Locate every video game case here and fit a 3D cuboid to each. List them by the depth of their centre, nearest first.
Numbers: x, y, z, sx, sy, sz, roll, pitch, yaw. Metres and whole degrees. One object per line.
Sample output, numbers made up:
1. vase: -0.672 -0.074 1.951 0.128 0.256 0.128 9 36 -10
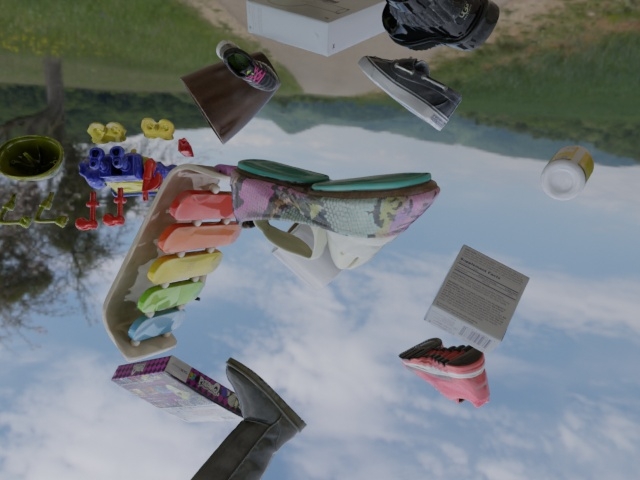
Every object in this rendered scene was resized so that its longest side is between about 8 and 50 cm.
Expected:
1. video game case: -0.284 0.308 1.274 0.210 0.042 0.232 38 144 -27

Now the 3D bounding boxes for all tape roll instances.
1. tape roll: 0.000 0.000 1.787 0.169 0.246 0.246 42 -170 -7

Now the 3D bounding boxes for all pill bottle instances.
1. pill bottle: 0.617 -0.175 1.553 0.103 0.103 0.184 12 -151 29

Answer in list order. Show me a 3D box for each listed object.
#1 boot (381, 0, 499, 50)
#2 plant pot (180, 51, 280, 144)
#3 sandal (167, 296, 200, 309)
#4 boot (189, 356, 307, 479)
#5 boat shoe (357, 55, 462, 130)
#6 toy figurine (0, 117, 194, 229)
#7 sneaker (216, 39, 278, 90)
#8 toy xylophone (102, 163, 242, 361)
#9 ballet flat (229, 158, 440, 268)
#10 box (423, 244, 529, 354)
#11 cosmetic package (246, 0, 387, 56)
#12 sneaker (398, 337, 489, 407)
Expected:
1. boot: 0.147 -0.472 1.179 0.260 0.131 0.348 19 -172 -27
2. plant pot: -0.235 -0.420 1.750 0.230 0.215 0.215 -34 -161 -5
3. sandal: -0.404 0.165 1.648 0.179 0.040 0.067 -2 170 -2
4. boot: -0.144 0.320 0.999 0.208 0.190 0.076 -45 -175 -14
5. boat shoe: 0.197 -0.357 1.396 0.108 0.102 0.301 26 -163 -45
6. toy figurine: -0.399 -0.102 1.210 0.362 0.191 0.217 -4 172 5
7. sneaker: -0.168 -0.400 1.469 0.170 0.063 0.075 33 -161 -31
8. toy xylophone: -0.186 0.015 0.911 0.081 0.323 0.236 35 -157 18
9. ballet flat: 0.004 -0.021 0.500 0.076 0.079 0.221 -12 -164 -41
10. box: 0.265 0.100 1.069 0.126 0.072 0.137 28 -117 11
11. cosmetic package: 0.028 -0.632 1.728 0.284 0.097 0.377 28 -135 28
12. sneaker: 0.287 0.320 1.482 0.116 0.136 0.314 -23 -174 -19
